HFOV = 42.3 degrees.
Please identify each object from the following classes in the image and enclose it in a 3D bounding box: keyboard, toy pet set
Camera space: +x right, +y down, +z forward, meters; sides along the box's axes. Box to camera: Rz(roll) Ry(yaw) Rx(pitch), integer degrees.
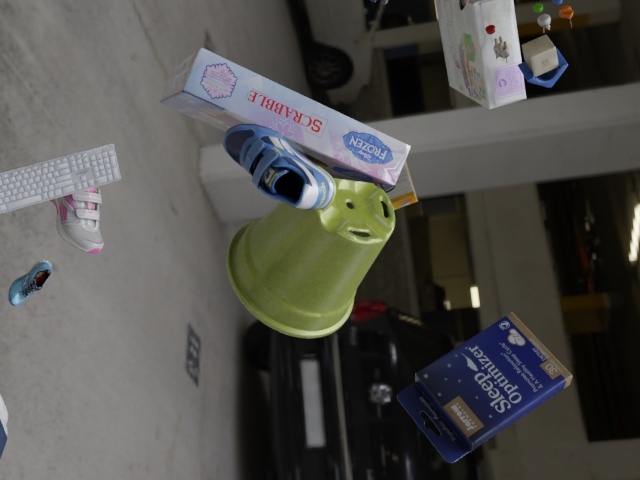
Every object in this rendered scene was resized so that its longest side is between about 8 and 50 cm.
[{"bbox_3d":[-0.477,-0.104,1.438,0.014,0.256,0.072,35,-41,55],"label":"keyboard"},{"bbox_3d":[0.322,-0.285,1.221,0.065,0.122,0.114,60,11,-46],"label":"toy pet set"}]

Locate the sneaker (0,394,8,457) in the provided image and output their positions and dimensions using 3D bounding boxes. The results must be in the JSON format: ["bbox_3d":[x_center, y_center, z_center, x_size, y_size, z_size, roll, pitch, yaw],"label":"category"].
[{"bbox_3d":[-0.688,0.306,1.484,0.236,0.130,0.323,-92,159,-44],"label":"sneaker"}]

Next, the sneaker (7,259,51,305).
[{"bbox_3d":[-0.855,0.129,2.434,0.063,0.162,0.073,43,-3,-34],"label":"sneaker"}]

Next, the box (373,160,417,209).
[{"bbox_3d":[0.152,-0.126,1.761,0.028,0.081,0.136,55,19,-48],"label":"box"}]

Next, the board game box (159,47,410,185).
[{"bbox_3d":[-0.069,-0.176,1.238,0.066,0.318,0.318,-68,-163,0],"label":"board game box"}]

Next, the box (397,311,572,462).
[{"bbox_3d":[0.240,0.214,1.222,0.136,0.225,0.036,50,-18,32],"label":"box"}]

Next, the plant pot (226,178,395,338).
[{"bbox_3d":[0.000,0.000,1.538,0.254,0.276,0.276,-51,-153,43],"label":"plant pot"}]

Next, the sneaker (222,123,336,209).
[{"bbox_3d":[-0.052,-0.080,0.889,0.059,0.144,0.053,-24,143,-59],"label":"sneaker"}]

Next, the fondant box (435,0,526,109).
[{"bbox_3d":[0.371,-0.463,1.951,0.330,0.096,0.238,-107,-176,-69],"label":"fondant box"}]

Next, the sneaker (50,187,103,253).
[{"bbox_3d":[-0.598,-0.085,2.057,0.103,0.111,0.252,2,55,-59],"label":"sneaker"}]

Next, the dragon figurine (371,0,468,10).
[{"bbox_3d":[0.171,-0.416,1.151,0.289,0.144,0.085,134,-28,-58],"label":"dragon figurine"}]
